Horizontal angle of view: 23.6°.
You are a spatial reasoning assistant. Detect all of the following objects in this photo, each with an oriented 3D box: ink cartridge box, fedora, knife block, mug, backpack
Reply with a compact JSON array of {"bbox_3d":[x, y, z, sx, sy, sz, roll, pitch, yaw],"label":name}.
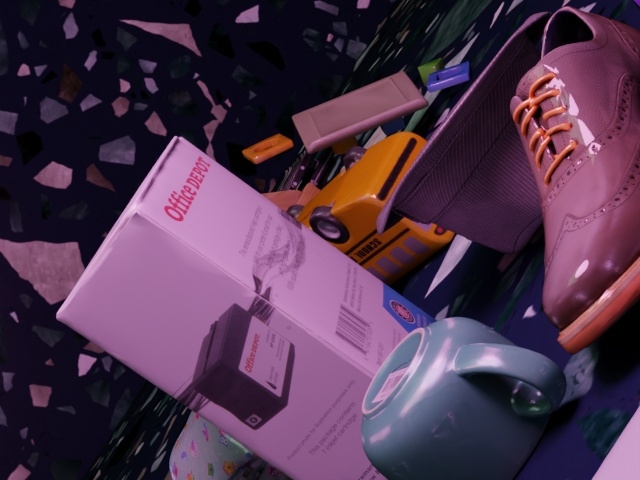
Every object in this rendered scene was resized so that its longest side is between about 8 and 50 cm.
[{"bbox_3d":[-0.051,0.070,1.338,0.129,0.307,0.223,-52,8,18],"label":"ink cartridge box"},{"bbox_3d":[0.162,-0.073,1.346,0.244,0.124,0.275,-53,0,-3],"label":"fedora"},{"bbox_3d":[0.000,0.000,2.199,0.088,0.242,0.276,-45,58,56],"label":"knife block"},{"bbox_3d":[0.097,0.109,1.077,0.158,0.097,0.129,-52,9,21],"label":"mug"},{"bbox_3d":[-0.069,0.199,1.509,0.182,0.115,0.152,-60,34,35],"label":"backpack"}]

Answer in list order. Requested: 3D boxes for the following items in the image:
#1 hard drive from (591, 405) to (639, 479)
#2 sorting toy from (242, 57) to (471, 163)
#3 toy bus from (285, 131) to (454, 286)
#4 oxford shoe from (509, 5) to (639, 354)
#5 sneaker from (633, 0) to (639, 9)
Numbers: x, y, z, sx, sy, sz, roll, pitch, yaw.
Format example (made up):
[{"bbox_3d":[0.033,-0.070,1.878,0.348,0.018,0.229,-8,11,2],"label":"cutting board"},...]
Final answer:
[{"bbox_3d":[0.199,0.103,0.701,0.353,0.047,0.233,-55,8,-6],"label":"hard drive"},{"bbox_3d":[0.056,-0.173,2.197,0.347,0.047,0.196,-22,19,0],"label":"sorting toy"},{"bbox_3d":[0.038,-0.006,1.764,0.108,0.130,0.332,-61,10,-31],"label":"toy bus"},{"bbox_3d":[0.185,-0.053,1.103,0.130,0.132,0.364,-49,10,32],"label":"oxford shoe"},{"bbox_3d":[0.294,-0.158,1.017,0.102,0.146,0.293,-39,39,0],"label":"sneaker"}]
